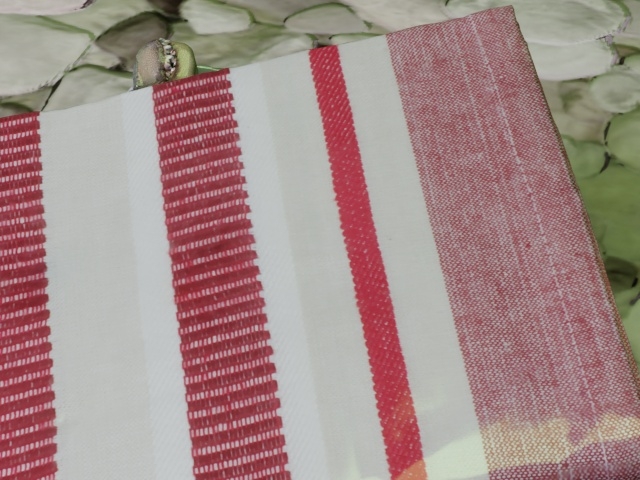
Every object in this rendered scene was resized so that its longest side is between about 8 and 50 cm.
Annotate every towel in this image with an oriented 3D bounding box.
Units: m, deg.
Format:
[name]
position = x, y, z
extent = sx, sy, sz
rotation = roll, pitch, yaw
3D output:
[towel]
position = -0.055, 0.029, 0.732
extent = 0.329, 0.037, 0.237
rotation = -12, 48, 2

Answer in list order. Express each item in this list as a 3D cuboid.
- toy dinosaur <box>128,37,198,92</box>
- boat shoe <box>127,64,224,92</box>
[toy dinosaur]
position = 0.000, 0.000, 0.808
extent = 0.118, 0.064, 0.268
rotation = -17, 44, -13
[boat shoe]
position = -0.023, -0.059, 0.899
extent = 0.142, 0.049, 0.040
rotation = 1, 4, 7
